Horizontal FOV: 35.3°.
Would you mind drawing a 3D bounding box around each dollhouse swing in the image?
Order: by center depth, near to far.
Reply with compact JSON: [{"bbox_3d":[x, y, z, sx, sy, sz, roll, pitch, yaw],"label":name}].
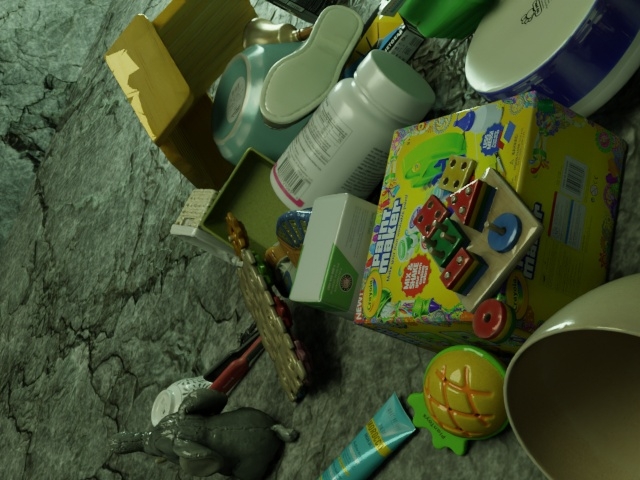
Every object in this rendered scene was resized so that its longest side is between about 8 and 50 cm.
[{"bbox_3d":[-0.214,-0.322,2.052,0.305,0.347,0.315,-33,69,1],"label":"dollhouse swing"}]

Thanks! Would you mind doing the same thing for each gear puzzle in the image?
[{"bbox_3d":[-0.089,0.102,1.711,0.175,0.044,0.338,108,139,-63],"label":"gear puzzle"}]

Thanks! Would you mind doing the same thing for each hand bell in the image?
[{"bbox_3d":[-0.030,-0.419,2.047,0.242,0.126,0.126,-7,66,41],"label":"hand bell"}]

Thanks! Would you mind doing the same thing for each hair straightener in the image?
[{"bbox_3d":[-0.147,0.192,1.882,0.230,0.047,0.089,-52,35,25],"label":"hair straightener"}]

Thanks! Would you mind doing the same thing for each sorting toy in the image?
[{"bbox_3d":[0.174,-0.011,1.176,0.132,0.046,0.274,-55,33,20],"label":"sorting toy"}]

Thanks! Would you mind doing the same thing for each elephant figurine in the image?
[{"bbox_3d":[-0.203,0.335,1.696,0.186,0.239,0.169,-63,32,8],"label":"elephant figurine"}]

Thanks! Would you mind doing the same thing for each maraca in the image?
[{"bbox_3d":[0.184,0.210,1.318,0.127,0.099,0.185,48,133,16],"label":"maraca"}]

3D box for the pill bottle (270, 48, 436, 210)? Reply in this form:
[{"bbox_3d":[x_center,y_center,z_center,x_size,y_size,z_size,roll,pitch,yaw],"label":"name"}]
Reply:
[{"bbox_3d":[0.055,-0.168,1.682,0.283,0.160,0.160,-50,36,27],"label":"pill bottle"}]

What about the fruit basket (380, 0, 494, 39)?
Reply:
[{"bbox_3d":[0.244,-0.465,1.465,0.165,0.327,0.353,40,114,14],"label":"fruit basket"}]

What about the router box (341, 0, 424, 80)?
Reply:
[{"bbox_3d":[0.101,-0.338,1.821,0.179,0.046,0.133,-51,35,27],"label":"router box"}]

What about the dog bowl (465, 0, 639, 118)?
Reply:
[{"bbox_3d":[0.320,-0.278,1.345,0.265,0.104,0.264,-44,26,28],"label":"dog bowl"}]

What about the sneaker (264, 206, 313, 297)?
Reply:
[{"bbox_3d":[0.000,0.000,1.624,0.111,0.131,0.296,64,160,6],"label":"sneaker"}]

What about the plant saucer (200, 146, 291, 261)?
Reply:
[{"bbox_3d":[-0.096,-0.053,1.860,0.188,0.188,0.045,-55,1,21],"label":"plant saucer"}]

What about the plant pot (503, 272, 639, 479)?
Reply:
[{"bbox_3d":[0.350,0.137,0.991,0.284,0.284,0.191,-20,21,51],"label":"plant pot"}]

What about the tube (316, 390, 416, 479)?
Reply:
[{"bbox_3d":[0.062,0.322,1.494,0.207,0.052,0.080,-50,42,18],"label":"tube"}]

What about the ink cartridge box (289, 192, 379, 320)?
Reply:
[{"bbox_3d":[0.085,0.044,1.456,0.093,0.219,0.160,-4,67,58],"label":"ink cartridge box"}]

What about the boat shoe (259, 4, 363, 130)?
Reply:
[{"bbox_3d":[-0.018,-0.289,1.762,0.305,0.109,0.091,-58,-4,-34],"label":"boat shoe"}]

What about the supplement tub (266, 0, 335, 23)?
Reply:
[{"bbox_3d":[-0.067,-0.532,2.055,0.117,0.190,0.117,-35,44,42],"label":"supplement tub"}]

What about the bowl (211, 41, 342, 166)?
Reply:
[{"bbox_3d":[-0.103,-0.251,1.928,0.311,0.163,0.311,-39,44,53],"label":"bowl"}]

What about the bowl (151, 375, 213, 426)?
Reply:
[{"bbox_3d":[-0.278,0.337,1.965,0.170,0.080,0.170,-33,46,42],"label":"bowl"}]

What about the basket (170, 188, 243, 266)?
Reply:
[{"bbox_3d":[-0.187,-0.024,1.966,0.113,0.167,0.103,5,70,58],"label":"basket"}]

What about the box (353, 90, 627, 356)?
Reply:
[{"bbox_3d":[0.219,-0.006,1.323,0.279,0.177,0.289,-10,63,56],"label":"box"}]
